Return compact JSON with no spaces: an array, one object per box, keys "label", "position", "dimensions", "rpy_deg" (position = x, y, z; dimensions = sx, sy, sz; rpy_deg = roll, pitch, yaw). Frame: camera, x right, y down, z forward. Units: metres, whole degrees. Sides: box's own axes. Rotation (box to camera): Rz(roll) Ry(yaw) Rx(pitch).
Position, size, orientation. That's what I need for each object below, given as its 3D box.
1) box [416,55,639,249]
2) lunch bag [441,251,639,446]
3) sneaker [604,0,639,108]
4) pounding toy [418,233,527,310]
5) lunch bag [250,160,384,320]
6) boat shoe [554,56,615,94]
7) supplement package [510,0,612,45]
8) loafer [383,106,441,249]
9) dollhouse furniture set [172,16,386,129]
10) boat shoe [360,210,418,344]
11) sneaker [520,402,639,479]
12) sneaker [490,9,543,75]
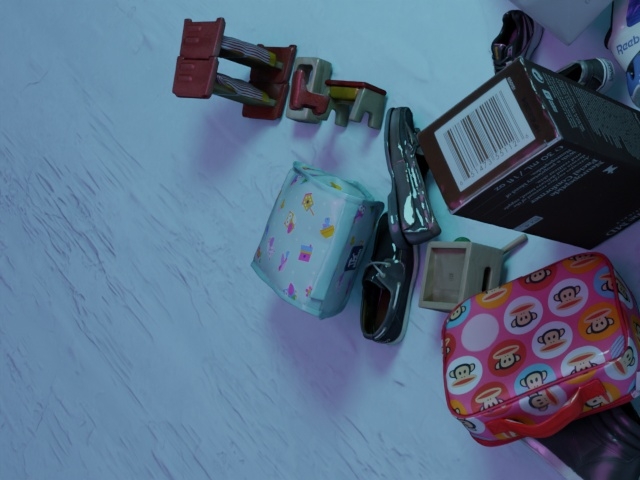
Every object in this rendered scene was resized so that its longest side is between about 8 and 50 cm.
[{"label":"box","position":[0.330,-0.108,1.632],"dimensions":[0.191,0.381,0.143],"rpy_deg":[-37,62,32]},{"label":"lunch bag","position":[0.320,0.170,1.684],"dimensions":[0.293,0.120,0.258],"rpy_deg":[-24,38,23]},{"label":"sneaker","position":[0.518,-0.361,1.684],"dimensions":[0.315,0.127,0.182],"rpy_deg":[-48,56,27]},{"label":"pounding toy","position":[0.245,0.049,1.885],"dimensions":[0.130,0.100,0.141],"rpy_deg":[1,80,56]},{"label":"lunch bag","position":[0.000,0.000,2.011],"dimensions":[0.223,0.160,0.262],"rpy_deg":[-68,19,8]},{"label":"boat shoe","position":[0.356,-0.220,1.805],"dimensions":[0.219,0.070,0.077],"rpy_deg":[-42,57,53]},{"label":"supplement package","position":[0.337,-0.463,1.758],"dimensions":[0.177,0.175,0.293],"rpy_deg":[-47,27,24]},{"label":"loafer","position":[0.162,-0.111,1.979],"dimensions":[0.084,0.096,0.267],"rpy_deg":[-12,62,23]},{"label":"dollhouse furniture set","position":[-0.075,-0.310,2.156],"dimensions":[0.374,0.201,0.152],"rpy_deg":[10,89,43]},{"label":"boat shoe","position":[0.112,0.059,2.002],"dimensions":[0.084,0.079,0.233],"rpy_deg":[-1,80,44]},{"label":"sneaker","position":[0.372,0.265,1.724],"dimensions":[0.147,0.104,0.296],"rpy_deg":[-54,43,2]},{"label":"sneaker","position":[0.301,-0.291,1.898],"dimensions":[0.072,0.077,0.178],"rpy_deg":[7,87,44]}]
